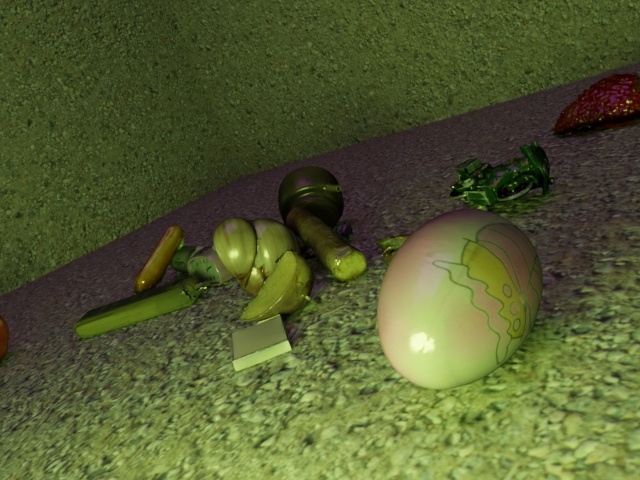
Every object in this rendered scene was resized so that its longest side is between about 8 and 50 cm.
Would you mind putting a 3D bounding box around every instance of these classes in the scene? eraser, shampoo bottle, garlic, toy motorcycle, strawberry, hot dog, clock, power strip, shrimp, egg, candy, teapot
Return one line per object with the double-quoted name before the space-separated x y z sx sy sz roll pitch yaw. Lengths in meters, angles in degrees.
"eraser" -0.111 0.181 1.158 0.104 0.023 0.150 -21 13 -4
"shampoo bottle" -0.405 0.059 1.980 0.085 0.085 0.262 -28 15 -29
"garlic" -0.132 0.021 1.453 0.160 0.191 0.214 -26 -17 3
"toy motorcycle" 0.413 -0.142 1.464 0.187 0.124 0.275 -35 17 -17
"strawberry" 0.802 -0.395 1.858 0.306 0.137 0.233 -10 18 36
"hot dog" -0.476 0.062 1.921 0.249 0.068 0.100 -64 5 -29
"clock" -0.301 0.067 1.730 0.153 0.110 0.050 -8 15 46
"power strip" -0.460 0.167 1.672 0.388 0.066 0.092 -18 16 12
"shrimp" 0.168 0.020 1.378 0.099 0.041 0.180 -40 20 -16
"egg" 0.171 0.068 0.798 0.196 0.196 0.271 -14 11 28
"candy" 0.025 0.011 1.599 0.094 0.051 0.226 -25 10 21
"teapot" -0.032 -0.082 1.827 0.267 0.186 0.175 -47 32 28

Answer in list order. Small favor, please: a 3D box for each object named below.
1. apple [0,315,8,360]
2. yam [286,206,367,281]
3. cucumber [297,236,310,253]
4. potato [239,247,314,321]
"apple" -0.943 0.271 1.753 0.199 0.199 0.199 -20 13 5
"yam" 0.000 0.000 1.474 0.081 0.081 0.357 -24 25 -13
"cucumber" -0.120 0.048 1.661 0.211 0.062 0.078 -23 45 -37
"potato" -0.065 0.115 1.262 0.089 0.100 0.172 30 81 45
